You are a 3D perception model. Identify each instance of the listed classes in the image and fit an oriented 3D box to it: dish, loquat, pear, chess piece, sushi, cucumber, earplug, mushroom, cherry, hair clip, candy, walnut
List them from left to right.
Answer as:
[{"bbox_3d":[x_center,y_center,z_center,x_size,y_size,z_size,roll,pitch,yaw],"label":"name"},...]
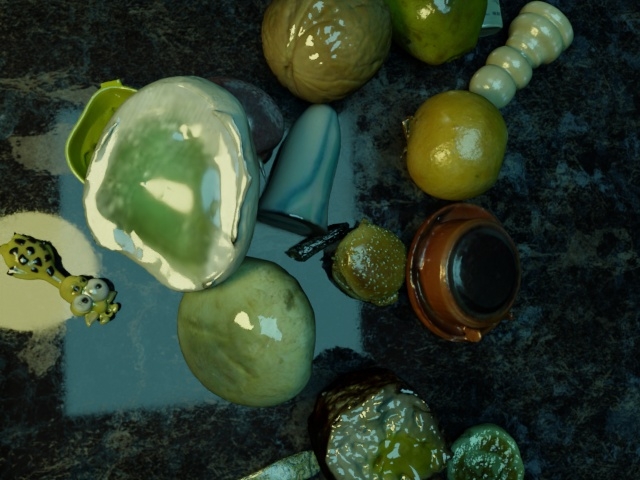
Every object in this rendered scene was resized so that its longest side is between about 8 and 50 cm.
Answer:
[{"bbox_3d":[-0.456,-0.226,1.257,0.221,0.108,0.262,19,86,-12],"label":"dish"},{"bbox_3d":[-0.293,-0.124,1.114,0.386,0.186,0.427,22,103,9],"label":"candy"},{"bbox_3d":[-0.204,-0.257,1.262,0.236,0.213,0.285,-32,86,-19],"label":"cherry"},{"bbox_3d":[-0.157,0.204,1.215,0.260,0.352,0.352,-26,94,-56],"label":"mushroom"},{"bbox_3d":[-0.105,0.578,1.331,0.229,0.036,0.066,-12,83,-13],"label":"hair clip"},{"bbox_3d":[-0.030,-0.189,1.321,0.185,0.185,0.324,18,79,-11],"label":"earplug"},{"bbox_3d":[0.000,0.000,1.378,0.181,0.053,0.053,-32,94,-14],"label":"cucumber"},{"bbox_3d":[0.018,-0.492,1.286,0.333,0.333,0.332,1,87,-12],"label":"walnut"},{"bbox_3d":[0.123,0.463,1.254,0.299,0.294,0.281,-45,96,-10],"label":"sushi"},{"bbox_3d":[0.284,-0.607,1.368,0.269,0.269,0.321,-14,89,-12],"label":"pear"},{"bbox_3d":[0.330,-0.242,1.346,0.275,0.275,0.275,1,87,-12],"label":"loquat"},{"bbox_3d":[0.530,-0.488,1.466,0.167,0.167,0.299,43,84,-7],"label":"chess piece"}]

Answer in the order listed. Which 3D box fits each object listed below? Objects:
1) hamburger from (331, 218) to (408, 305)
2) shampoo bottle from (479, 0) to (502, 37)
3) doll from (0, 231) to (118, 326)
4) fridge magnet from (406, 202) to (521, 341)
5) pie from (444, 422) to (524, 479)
[{"bbox_3d":[0.137,0.064,1.365,0.189,0.122,0.215,-45,100,-14],"label":"hamburger"},{"bbox_3d":[0.410,-0.751,1.487,0.134,0.078,0.359,-9,90,-7],"label":"shampoo bottle"},{"bbox_3d":[-0.596,0.089,1.224,0.291,0.086,0.117,38,51,-9],"label":"doll"},{"bbox_3d":[0.380,0.082,1.388,0.364,0.155,0.363,1,88,-28],"label":"fridge magnet"},{"bbox_3d":[0.439,0.614,1.438,0.240,0.054,0.240,0,88,-10],"label":"pie"}]
